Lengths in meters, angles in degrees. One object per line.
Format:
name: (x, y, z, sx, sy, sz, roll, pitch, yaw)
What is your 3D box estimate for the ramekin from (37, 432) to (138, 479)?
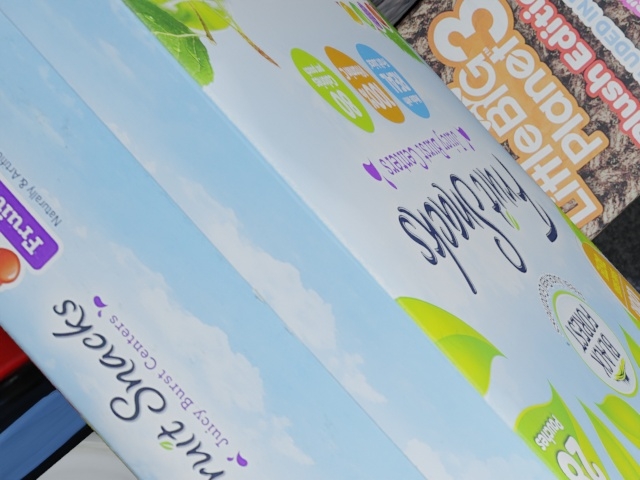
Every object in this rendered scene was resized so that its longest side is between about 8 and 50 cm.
ramekin: (-0.129, 0.202, 1.075, 0.207, 0.207, 0.109, -43, 167, -5)

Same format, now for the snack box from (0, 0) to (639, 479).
snack box: (0.000, 0.000, 0.439, 0.070, 0.174, 0.207, -43, 175, 16)

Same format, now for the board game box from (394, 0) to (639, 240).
board game box: (0.183, -0.139, 0.954, 0.291, 0.141, 0.232, -45, 175, 26)

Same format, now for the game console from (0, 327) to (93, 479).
game console: (-0.164, 0.104, 0.721, 0.342, 0.060, 0.386, -45, 175, 16)
